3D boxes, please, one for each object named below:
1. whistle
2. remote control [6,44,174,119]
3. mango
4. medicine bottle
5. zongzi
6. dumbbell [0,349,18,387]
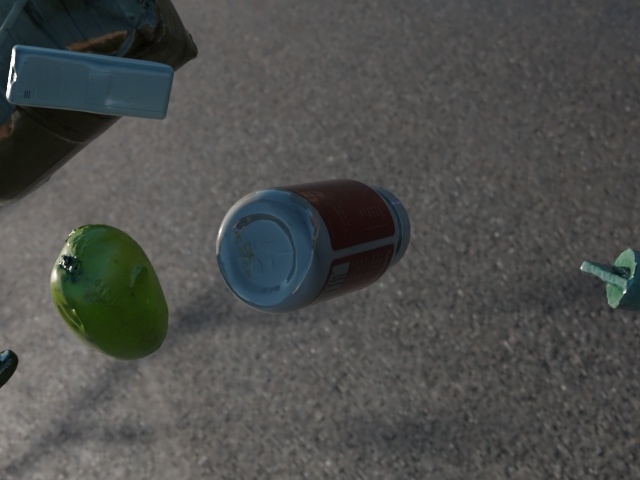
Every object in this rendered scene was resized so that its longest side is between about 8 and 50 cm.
[{"bbox_3d":[0.230,0.031,0.701,0.039,0.186,0.039,-14,71,48],"label":"whistle"},{"bbox_3d":[-0.230,-0.157,1.160,0.029,0.162,0.061,45,128,56],"label":"remote control"},{"bbox_3d":[-0.215,0.061,1.221,0.100,0.178,0.119,8,56,31],"label":"mango"},{"bbox_3d":[0.000,0.000,1.255,0.131,0.131,0.250,-24,-5,28],"label":"medicine bottle"},{"bbox_3d":[-0.471,-0.308,1.641,0.500,0.467,0.218,-38,-15,17],"label":"zongzi"},{"bbox_3d":[-0.349,0.098,1.113,0.052,0.118,0.046,-47,22,-8],"label":"dumbbell"}]
